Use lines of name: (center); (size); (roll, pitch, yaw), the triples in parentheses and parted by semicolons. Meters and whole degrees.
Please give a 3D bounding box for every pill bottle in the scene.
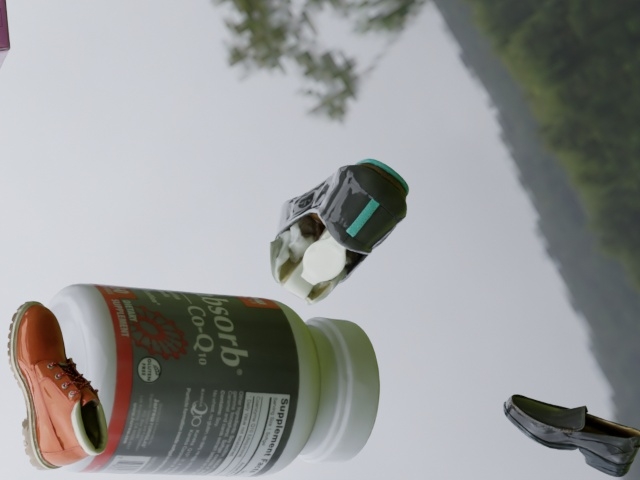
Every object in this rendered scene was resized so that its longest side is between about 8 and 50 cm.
pill bottle: (-0.131, 0.163, 2.178); (0.363, 0.210, 0.210); (5, -137, -30)

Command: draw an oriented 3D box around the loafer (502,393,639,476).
loafer: (0.300, 0.217, 2.268); (0.170, 0.061, 0.062); (22, -148, -5)

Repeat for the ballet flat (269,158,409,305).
ballet flat: (0.000, 0.000, 1.761); (0.095, 0.096, 0.280); (34, 161, -2)

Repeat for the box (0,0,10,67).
box: (-0.397, -0.293, 1.977); (0.213, 0.117, 0.243); (161, 103, -75)

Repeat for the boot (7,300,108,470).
boot: (-0.237, 0.129, 1.759); (0.059, 0.084, 0.158); (-9, -94, -49)
